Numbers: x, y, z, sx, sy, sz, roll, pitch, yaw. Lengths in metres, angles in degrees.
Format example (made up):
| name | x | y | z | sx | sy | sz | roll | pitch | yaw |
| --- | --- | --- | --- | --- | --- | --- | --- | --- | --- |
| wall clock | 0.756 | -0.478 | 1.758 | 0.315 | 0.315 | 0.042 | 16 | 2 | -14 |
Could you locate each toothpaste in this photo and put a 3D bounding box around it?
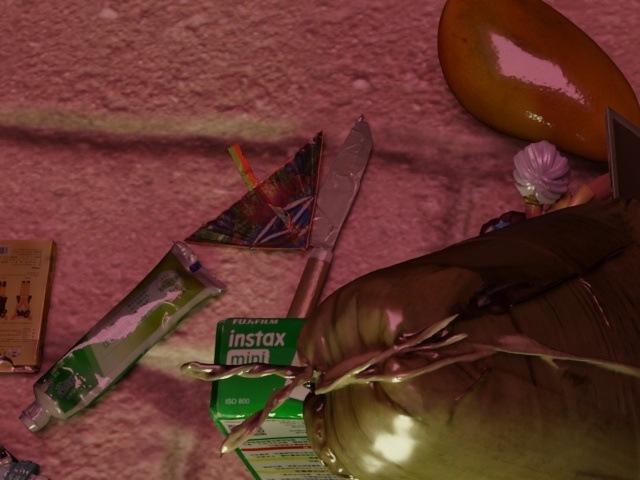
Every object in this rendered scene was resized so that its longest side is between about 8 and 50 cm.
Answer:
| name | x | y | z | sx | sy | sz | roll | pitch | yaw |
| --- | --- | --- | --- | --- | --- | --- | --- | --- | --- |
| toothpaste | -0.210 | 0.105 | 1.860 | 0.248 | 0.047 | 0.078 | -44 | 70 | -10 |

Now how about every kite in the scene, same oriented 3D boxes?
| name | x | y | z | sx | sy | sz | roll | pitch | yaw |
| --- | --- | --- | --- | --- | --- | --- | --- | --- | --- |
| kite | -0.058 | -0.045 | 1.899 | 0.190 | 0.010 | 0.159 | -39 | 58 | -4 |

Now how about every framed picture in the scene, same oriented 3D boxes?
| name | x | y | z | sx | sy | sz | roll | pitch | yaw |
| --- | --- | --- | --- | --- | --- | --- | --- | --- | --- |
| framed picture | 0.320 | -0.034 | 1.736 | 0.011 | 0.183 | 0.142 | -17 | 63 | 34 |

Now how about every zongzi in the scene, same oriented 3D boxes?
| name | x | y | z | sx | sy | sz | roll | pitch | yaw |
| --- | --- | --- | --- | --- | --- | --- | --- | --- | --- |
| zongzi | 0.181 | 0.221 | 1.451 | 0.218 | 0.500 | 0.467 | -28 | 82 | 38 |

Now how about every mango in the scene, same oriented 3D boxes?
| name | x | y | z | sx | sy | sz | roll | pitch | yaw |
| --- | --- | --- | --- | --- | --- | --- | --- | --- | --- |
| mango | 0.218 | -0.163 | 1.841 | 0.253 | 0.113 | 0.138 | 41 | 77 | 16 |

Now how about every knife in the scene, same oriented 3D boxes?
| name | x | y | z | sx | sy | sz | roll | pitch | yaw |
| --- | --- | --- | --- | --- | --- | --- | --- | --- | --- |
| knife | -0.001 | -0.001 | 1.872 | 0.047 | 0.017 | 0.298 | 12 | 71 | 28 |

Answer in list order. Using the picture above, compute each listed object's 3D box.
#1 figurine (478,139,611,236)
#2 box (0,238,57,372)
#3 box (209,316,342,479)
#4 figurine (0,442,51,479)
| name | x | y | z | sx | sy | sz | roll | pitch | yaw |
| --- | --- | --- | --- | --- | --- | --- | --- | --- | --- |
| figurine | 0.226 | 0.008 | 1.763 | 0.240 | 0.116 | 0.175 | -38 | 76 | 0 |
| box | -0.322 | 0.069 | 1.910 | 0.073 | 0.020 | 0.149 | 1 | 68 | 11 |
| box | 0.009 | 0.158 | 1.677 | 0.180 | 0.250 | 0.103 | -1 | 62 | 12 |
| figurine | -0.320 | 0.228 | 1.831 | 0.106 | 0.047 | 0.060 | 26 | 84 | 18 |
